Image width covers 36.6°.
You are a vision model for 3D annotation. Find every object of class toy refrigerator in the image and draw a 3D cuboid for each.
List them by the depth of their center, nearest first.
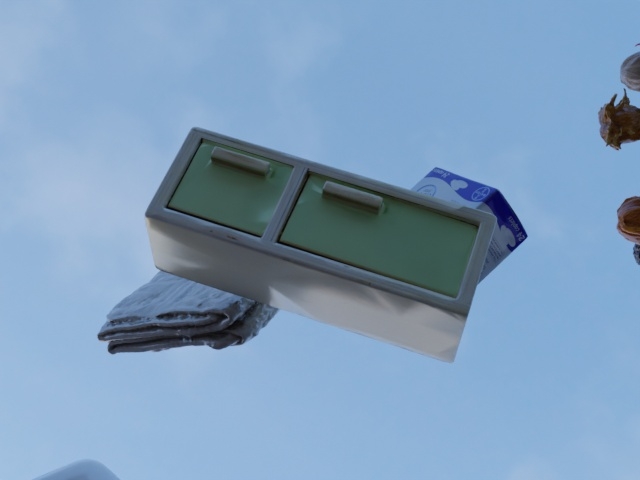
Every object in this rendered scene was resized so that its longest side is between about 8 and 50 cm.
[{"bbox_3d":[0.000,0.000,0.805,0.269,0.102,0.094,17,-32,10],"label":"toy refrigerator"}]

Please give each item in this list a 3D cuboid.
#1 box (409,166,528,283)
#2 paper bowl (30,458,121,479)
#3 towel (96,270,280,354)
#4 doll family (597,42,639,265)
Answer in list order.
[{"bbox_3d":[0.124,0.000,1.035,0.137,0.126,0.072,-43,-62,-9],"label":"box"},{"bbox_3d":[-0.275,0.307,0.906,0.284,0.284,0.148,-23,-95,2],"label":"paper bowl"},{"bbox_3d":[-0.078,0.028,0.972,0.187,0.282,0.049,-8,-67,37],"label":"towel"},{"bbox_3d":[0.335,-0.079,0.863,0.163,0.118,0.263,-5,-90,10],"label":"doll family"}]
